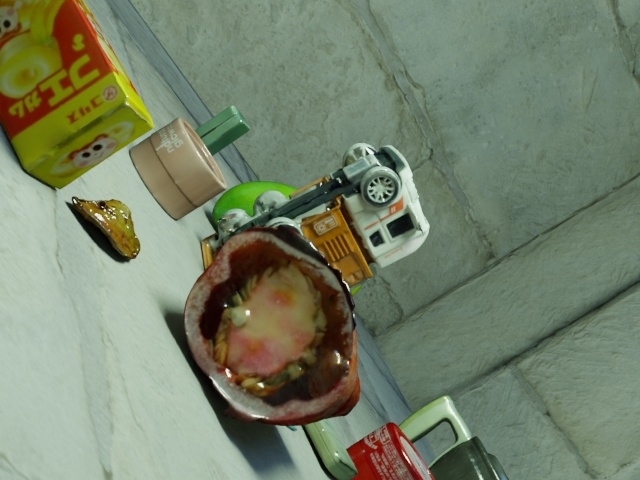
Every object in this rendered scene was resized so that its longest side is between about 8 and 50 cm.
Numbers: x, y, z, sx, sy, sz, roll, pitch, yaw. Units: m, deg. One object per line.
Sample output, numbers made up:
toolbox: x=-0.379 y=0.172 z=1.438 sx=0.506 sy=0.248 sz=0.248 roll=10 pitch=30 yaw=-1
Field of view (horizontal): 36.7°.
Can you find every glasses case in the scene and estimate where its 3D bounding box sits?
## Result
glasses case: x=-0.218 y=-0.175 z=1.771 sx=0.039 sy=0.184 sz=0.078 roll=56 pitch=4 yaw=8

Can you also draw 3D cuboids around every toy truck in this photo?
toy truck: x=0.000 y=0.000 z=1.699 sx=0.207 sy=0.388 sz=0.173 roll=62 pitch=2 yaw=-24

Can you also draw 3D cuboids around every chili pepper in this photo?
chili pepper: x=-0.037 y=0.132 z=1.325 sx=0.251 sy=0.229 sz=0.305 roll=41 pitch=-1 yaw=18

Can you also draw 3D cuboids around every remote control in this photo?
remote control: x=-0.009 y=0.305 z=1.656 sx=0.233 sy=0.038 sz=0.098 roll=59 pitch=3 yaw=38

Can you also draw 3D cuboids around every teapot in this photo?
teapot: x=0.260 y=0.510 z=1.931 sx=0.321 sy=0.239 sz=0.239 roll=62 pitch=2 yaw=-6

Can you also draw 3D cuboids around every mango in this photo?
mango: x=-0.066 y=0.011 z=2.044 sx=0.382 sy=0.225 sz=0.201 roll=33 pitch=32 yaw=-27

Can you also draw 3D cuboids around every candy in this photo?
candy: x=-0.319 y=-0.213 z=1.113 sx=0.276 sy=0.146 sz=0.088 roll=57 pitch=3 yaw=19

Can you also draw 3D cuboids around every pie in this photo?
pie: x=-0.253 y=-0.017 z=1.209 sx=0.088 sy=0.033 sz=0.191 roll=62 pitch=4 yaw=2

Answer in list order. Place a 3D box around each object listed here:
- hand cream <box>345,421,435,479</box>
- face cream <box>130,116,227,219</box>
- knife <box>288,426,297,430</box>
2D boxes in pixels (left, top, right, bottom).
hand cream: x=0.126 y=0.431 z=1.721 sx=0.193 sy=0.125 sz=0.193 roll=56 pitch=6 yaw=-9
face cream: x=-0.242 y=-0.123 z=1.656 sx=0.149 sy=0.104 sz=0.149 roll=57 pitch=4 yaw=-6
knife: x=-0.054 y=0.282 z=1.504 sx=0.014 sy=0.005 sz=0.091 roll=58 pitch=3 yaw=32
